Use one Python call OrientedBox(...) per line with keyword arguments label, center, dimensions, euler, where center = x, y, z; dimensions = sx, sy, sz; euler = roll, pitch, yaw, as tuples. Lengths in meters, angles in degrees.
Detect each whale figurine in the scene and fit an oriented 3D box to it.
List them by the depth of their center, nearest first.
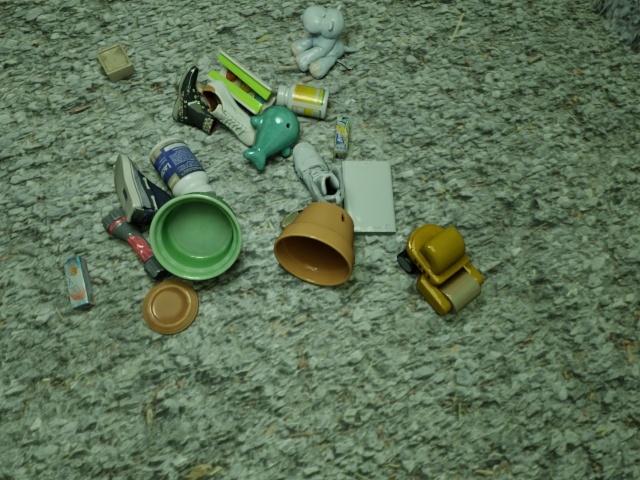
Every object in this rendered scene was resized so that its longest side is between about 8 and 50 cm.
OrientedBox(label="whale figurine", center=(-0.187, -0.408, 1.669), dimensions=(0.216, 0.141, 0.272), euler=(44, 71, -32))

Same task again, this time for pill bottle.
OrientedBox(label="pill bottle", center=(-0.521, -0.249, 1.610), dimensions=(0.153, 0.153, 0.265), euler=(-34, 78, -14))
OrientedBox(label="pill bottle", center=(-0.074, -0.588, 1.771), dimensions=(0.208, 0.118, 0.118), euler=(10, 72, -1))

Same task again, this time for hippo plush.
OrientedBox(label="hippo plush", center=(0.014, -0.852, 1.798), dimensions=(0.293, 0.237, 0.235), euler=(18, 72, 2))

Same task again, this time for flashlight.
OrientedBox(label="flashlight", center=(-0.668, 0.019, 1.537), dimensions=(0.103, 0.103, 0.304), euler=(-35, 74, -32))

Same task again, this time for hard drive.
OrientedBox(label="hard drive", center=(0.191, -0.174, 1.702), dimensions=(0.202, 0.040, 0.308), euler=(0, 72, -4))

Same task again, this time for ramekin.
OrientedBox(label="ramekin", center=(-0.429, -0.027, 1.489), dimensions=(0.302, 0.148, 0.304), euler=(-3, 108, -9))

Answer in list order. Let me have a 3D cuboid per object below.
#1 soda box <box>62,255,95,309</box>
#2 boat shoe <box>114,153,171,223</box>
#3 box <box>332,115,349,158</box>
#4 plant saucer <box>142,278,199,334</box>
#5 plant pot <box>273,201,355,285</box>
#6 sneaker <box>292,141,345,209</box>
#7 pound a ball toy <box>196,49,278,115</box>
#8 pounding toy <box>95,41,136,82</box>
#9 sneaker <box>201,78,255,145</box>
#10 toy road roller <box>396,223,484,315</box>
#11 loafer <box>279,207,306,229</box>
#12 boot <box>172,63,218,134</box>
OrientedBox(label="soda box", center=(-0.860, 0.152, 1.504), dimensions=(0.058, 0.063, 0.183), euler=(-18, 75, -10))
OrientedBox(label="boat shoe", center=(-0.677, -0.192, 1.614), dimensions=(0.158, 0.127, 0.341), euler=(3, 48, -42))
OrientedBox(label="box", center=(0.087, -0.429, 1.763), dimensions=(0.054, 0.059, 0.169), euler=(7, 72, -3))
OrientedBox(label="plant saucer", center=(-0.541, 0.235, 1.517), dimensions=(0.199, 0.037, 0.200), euler=(1, 72, -5))
OrientedBox(label="plant pot", center=(0.000, 0.000, 1.525), dimensions=(0.290, 0.291, 0.204), euler=(21, 55, 2))
OrientedBox(label="sneaker", center=(-0.003, -0.254, 1.622), dimensions=(0.137, 0.210, 0.366), euler=(-21, 75, -11))
OrientedBox(label="pound a ball toy", center=(-0.363, -0.631, 1.773), dimensions=(0.319, 0.135, 0.208), euler=(38, 104, 5))
OrientedBox(label="pounding toy", center=(-0.857, -0.761, 1.787), dimensions=(0.130, 0.100, 0.141), euler=(-29, 88, -12))
OrientedBox(label="sneaker", center=(-0.367, -0.483, 1.671), dimensions=(0.290, 0.105, 0.123), euler=(53, 41, -16))
OrientedBox(label="toy road roller", center=(0.450, 0.090, 1.532), dimensions=(0.202, 0.241, 0.330), euler=(-34, 78, -13))
OrientedBox(label="loafer", center=(-0.093, -0.091, 1.648), dimensions=(0.147, 0.050, 0.056), euler=(-30, 77, -13))
OrientedBox(label="boot", center=(-0.485, -0.563, 1.706), dimensions=(0.178, 0.085, 0.237), euler=(27, 113, 1))
